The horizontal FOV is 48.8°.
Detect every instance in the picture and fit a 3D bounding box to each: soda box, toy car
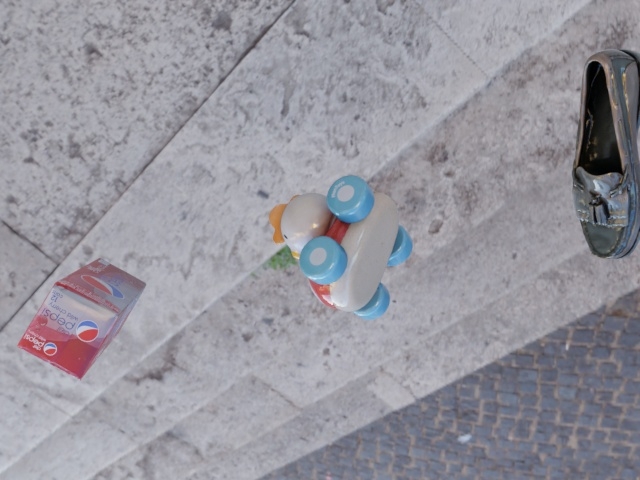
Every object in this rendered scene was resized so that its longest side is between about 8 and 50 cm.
[{"bbox_3d":[-0.300,0.093,0.922,0.083,0.263,0.092,31,90,-8],"label":"soda box"},{"bbox_3d":[0.000,0.000,1.223,0.237,0.210,0.219,15,165,34],"label":"toy car"}]

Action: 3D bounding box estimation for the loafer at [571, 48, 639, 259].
[{"bbox_3d":[0.353,-0.105,0.890,0.096,0.084,0.268,8,103,49],"label":"loafer"}]
